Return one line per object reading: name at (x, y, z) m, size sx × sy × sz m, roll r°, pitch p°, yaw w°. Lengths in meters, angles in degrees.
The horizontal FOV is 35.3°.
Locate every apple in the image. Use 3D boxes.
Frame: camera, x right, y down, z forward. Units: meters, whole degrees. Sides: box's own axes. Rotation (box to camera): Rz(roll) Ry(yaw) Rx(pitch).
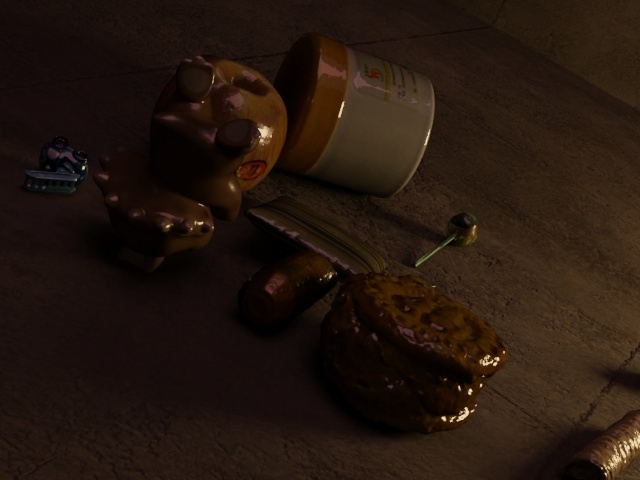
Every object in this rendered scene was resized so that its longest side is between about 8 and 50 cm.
apple at (-0.158, -0.176, 1.563) m, size 0.211 × 0.188 × 0.211 m, roll 21°, pitch 30°, yaw -13°

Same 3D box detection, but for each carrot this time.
carrot at (-0.042, 0.061, 1.347) m, size 0.082 × 0.082 × 0.173 m, roll 32°, pitch 31°, yaw 15°

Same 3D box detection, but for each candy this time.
candy at (0.208, 0.005, 1.701) m, size 0.061 × 0.061 × 0.202 m, roll 35°, pitch 37°, yaw 20°

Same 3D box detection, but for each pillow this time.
pillow at (0.000, 0.000, 1.503) m, size 0.208 × 0.052 × 0.212 m, roll 32°, pitch 11°, yaw 7°

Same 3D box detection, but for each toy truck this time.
toy truck at (-0.369, -0.095, 1.391) m, size 0.073 × 0.056 × 0.090 m, roll 33°, pitch 40°, yaw 4°

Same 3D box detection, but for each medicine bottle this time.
medicine bottle at (0.044, -0.213, 1.742) m, size 0.232 × 0.238 × 0.238 m, roll 15°, pitch 28°, yaw -21°

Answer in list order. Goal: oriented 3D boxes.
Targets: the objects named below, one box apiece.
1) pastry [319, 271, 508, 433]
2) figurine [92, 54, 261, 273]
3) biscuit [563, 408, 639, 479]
pastry at (0.107, 0.141, 1.297) m, size 0.240 × 0.132 × 0.235 m, roll 11°, pitch 21°, yaw -40°
figurine at (-0.198, -0.078, 1.288) m, size 0.173 × 0.247 × 0.177 m, roll -28°, pitch 75°, yaw -32°
biscuit at (0.396, 0.277, 1.352) m, size 0.061 × 0.055 × 0.219 m, roll -2°, pitch 7°, yaw 36°
